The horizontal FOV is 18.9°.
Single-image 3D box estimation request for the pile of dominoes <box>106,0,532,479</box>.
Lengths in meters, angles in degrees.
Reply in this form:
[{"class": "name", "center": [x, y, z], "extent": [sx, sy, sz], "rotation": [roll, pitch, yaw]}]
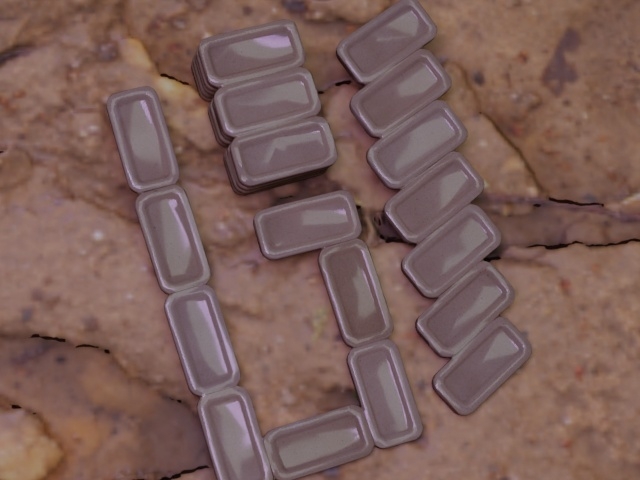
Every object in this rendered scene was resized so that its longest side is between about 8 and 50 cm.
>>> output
[{"class": "pile of dominoes", "center": [0.000, 0.000, 1.080], "extent": [0.196, 0.040, 0.251], "rotation": [-15, 82, -13]}]
